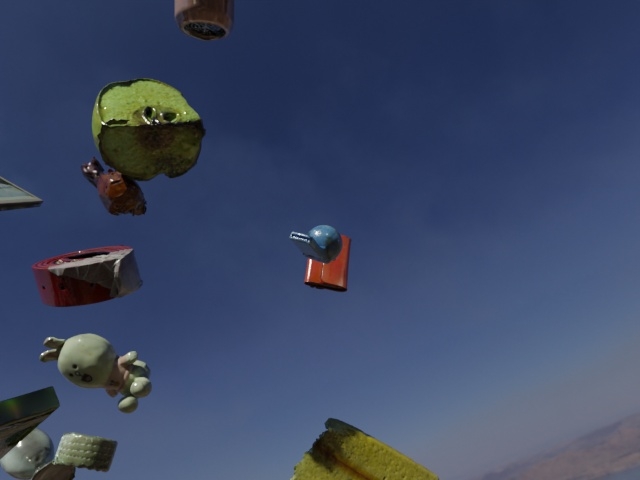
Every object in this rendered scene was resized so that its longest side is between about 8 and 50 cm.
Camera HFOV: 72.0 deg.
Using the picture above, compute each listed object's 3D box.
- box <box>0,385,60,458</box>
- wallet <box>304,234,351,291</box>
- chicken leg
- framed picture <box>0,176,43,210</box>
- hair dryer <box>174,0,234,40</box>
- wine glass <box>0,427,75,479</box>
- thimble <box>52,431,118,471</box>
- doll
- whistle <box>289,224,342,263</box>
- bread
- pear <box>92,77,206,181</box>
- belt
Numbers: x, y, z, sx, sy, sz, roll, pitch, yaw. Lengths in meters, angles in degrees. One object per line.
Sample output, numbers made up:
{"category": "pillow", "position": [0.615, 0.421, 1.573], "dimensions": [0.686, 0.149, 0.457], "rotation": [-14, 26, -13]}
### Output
{"category": "box", "position": [-0.564, 0.334, 0.672], "dimensions": [0.311, 0.043, 0.173], "rotation": [-39, -17, 21]}
{"category": "wallet", "position": [0.028, 0.067, 1.474], "dimensions": [0.142, 0.204, 0.045], "rotation": [12, -35, -6]}
{"category": "chicken leg", "position": [-0.550, -0.140, 1.138], "dimensions": [0.093, 0.304, 0.113], "rotation": [-19, -58, -40]}
{"category": "framed picture", "position": [-0.576, -0.099, 0.740], "dimensions": [0.150, 0.203, 0.015], "rotation": [33, -92, -14]}
{"category": "hair dryer", "position": [-0.083, -0.459, 0.775], "dimensions": [0.344, 0.189, 0.107], "rotation": [1, 4, -1]}
{"category": "wine glass", "position": [-0.640, 0.475, 0.967], "dimensions": [0.222, 0.103, 0.103], "rotation": [15, -13, 34]}
{"category": "thimble", "position": [-0.476, 0.430, 0.895], "dimensions": [0.110, 0.062, 0.084], "rotation": [17, -32, -14]}
{"category": "doll", "position": [-0.533, 0.311, 1.077], "dimensions": [0.275, 0.113, 0.154], "rotation": [28, -70, 0]}
{"category": "whistle", "position": [0.000, 0.000, 0.941], "dimensions": [0.090, 0.090, 0.158], "rotation": [-25, -33, 8]}
{"category": "bread", "position": [0.088, 0.631, 1.152], "dimensions": [0.233, 0.362, 0.245], "rotation": [-55, 1, -30]}
{"category": "pear", "position": [-0.443, -0.281, 1.070], "dimensions": [0.238, 0.255, 0.164], "rotation": [-14, -38, -35]}
{"category": "belt", "position": [-0.624, 0.090, 1.200], "dimensions": [0.324, 0.115, 0.227], "rotation": [-2, 15, 29]}
